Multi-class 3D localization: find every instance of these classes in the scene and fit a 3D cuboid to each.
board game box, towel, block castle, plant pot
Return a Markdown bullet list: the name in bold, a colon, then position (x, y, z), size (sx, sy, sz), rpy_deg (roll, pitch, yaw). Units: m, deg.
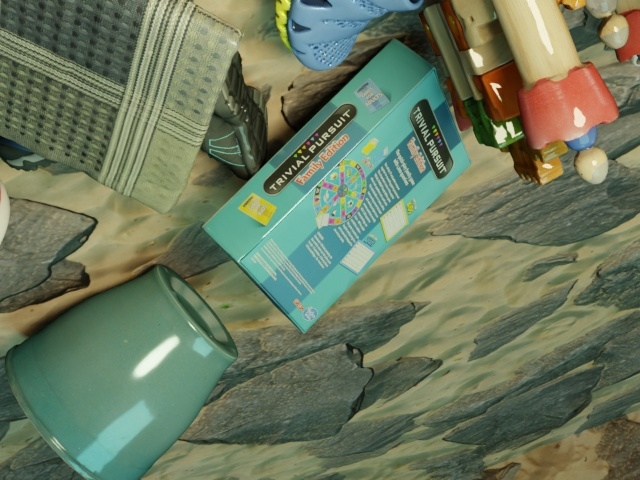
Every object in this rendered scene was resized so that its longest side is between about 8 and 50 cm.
- **board game box**: position (0.033, -0.062, 1.487), size (0.336, 0.079, 0.254), rpy_deg (-45, 150, -6)
- **towel**: position (-0.244, -0.173, 1.080), size (0.312, 0.056, 0.324), rpy_deg (25, 148, -6)
- **block castle**: position (0.291, -0.204, 1.190), size (0.303, 0.213, 0.453), rpy_deg (-23, -171, 0)
- **plant pot**: position (-0.270, 0.180, 1.667), size (0.255, 0.272, 0.271), rpy_deg (-40, 148, 3)

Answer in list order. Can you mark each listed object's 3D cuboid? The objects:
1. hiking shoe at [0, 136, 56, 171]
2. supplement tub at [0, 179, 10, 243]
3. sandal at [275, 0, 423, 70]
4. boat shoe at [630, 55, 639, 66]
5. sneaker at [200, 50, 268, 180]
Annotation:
- **hiking shoe**: position (-0.262, -0.188, 1.222), size (0.304, 0.113, 0.132), rpy_deg (-30, 120, 28)
- **supplement tub**: position (-0.456, -0.072, 1.130), size (0.191, 0.191, 0.272), rpy_deg (-25, 136, 8)
- **sandal**: position (0.051, -0.279, 1.176), size (0.126, 0.138, 0.317), rpy_deg (-38, 166, -34)
- **boat shoe**: position (0.467, -0.302, 1.499), size (0.066, 0.063, 0.184), rpy_deg (13, 137, -44)
- **sneaker**: position (-0.129, -0.154, 1.369), size (0.106, 0.101, 0.267), rpy_deg (0, 155, 11)
